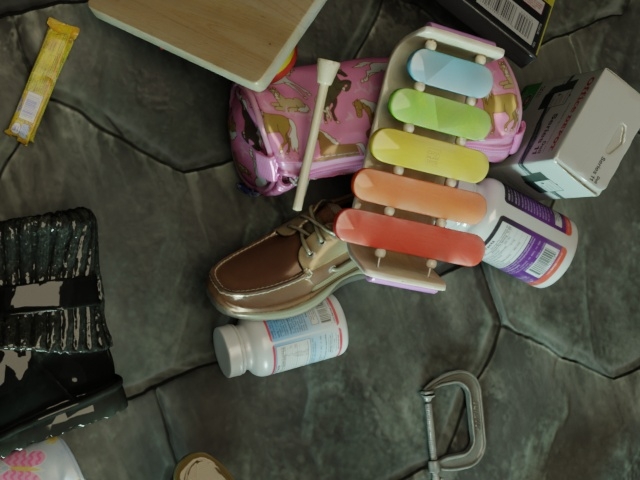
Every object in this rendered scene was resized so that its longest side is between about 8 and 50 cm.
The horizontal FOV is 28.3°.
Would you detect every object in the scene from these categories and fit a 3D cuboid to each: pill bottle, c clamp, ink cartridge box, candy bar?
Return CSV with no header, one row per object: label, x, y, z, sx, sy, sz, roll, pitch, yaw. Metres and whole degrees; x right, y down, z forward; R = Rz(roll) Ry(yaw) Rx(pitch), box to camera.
pill bottle,-0.052,0.124,1.628,0.160,0.087,0.087,-13,94,-21
c clamp,0.169,0.259,1.749,0.137,0.022,0.161,-1,91,-21
ink cartridge box,0.325,-0.139,1.712,0.087,0.208,0.153,35,77,-17
candy bar,-0.341,-0.194,1.554,0.040,0.018,0.162,22,82,-16
pill bottle,0.245,-0.020,1.734,0.193,0.108,0.108,26,80,-19

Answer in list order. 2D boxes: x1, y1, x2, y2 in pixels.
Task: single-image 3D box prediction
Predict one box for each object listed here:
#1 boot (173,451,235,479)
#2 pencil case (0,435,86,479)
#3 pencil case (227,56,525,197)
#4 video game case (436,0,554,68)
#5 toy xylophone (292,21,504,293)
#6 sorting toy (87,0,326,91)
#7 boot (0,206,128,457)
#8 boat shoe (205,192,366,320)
boot,-0.131,0.333,1.554,0.077,0.165,0.213,-33,107,-13
pencil case,-0.398,0.329,1.472,0.273,0.113,0.124,-27,59,-21
pencil case,0.074,-0.155,1.642,0.386,0.160,0.167,-11,93,-22
video game case,0.208,-0.399,1.709,0.274,0.035,0.248,35,53,-16
toy xylophone,0.096,-0.101,1.527,0.236,0.081,0.323,3,97,-23
sorting toy,-0.102,-0.315,1.551,0.257,0.089,0.255,27,74,21
boot,-0.400,0.113,1.465,0.348,0.131,0.260,-18,103,-31
boat shoe,0.000,0.000,1.615,0.324,0.123,0.116,-22,142,-27
